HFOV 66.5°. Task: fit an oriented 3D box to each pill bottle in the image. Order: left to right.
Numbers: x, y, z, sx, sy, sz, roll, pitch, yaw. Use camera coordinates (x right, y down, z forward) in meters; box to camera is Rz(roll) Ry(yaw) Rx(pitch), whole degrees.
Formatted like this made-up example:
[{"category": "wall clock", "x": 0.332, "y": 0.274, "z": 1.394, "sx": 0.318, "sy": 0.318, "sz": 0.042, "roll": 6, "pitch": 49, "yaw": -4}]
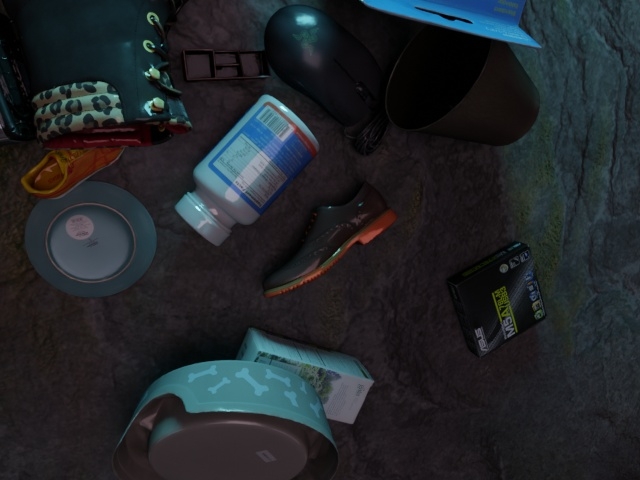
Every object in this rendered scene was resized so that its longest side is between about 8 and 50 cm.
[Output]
[{"category": "pill bottle", "x": -0.116, "y": -0.103, "z": 0.753, "sx": 0.221, "sy": 0.124, "sz": 0.124, "roll": -47, "pitch": 114, "yaw": -1}]

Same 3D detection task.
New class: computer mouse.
[{"category": "computer mouse", "x": 0.039, "y": -0.267, "z": 0.772, "sx": 0.272, "sy": 0.072, "sz": 0.189, "roll": 26, "pitch": 95, "yaw": -31}]

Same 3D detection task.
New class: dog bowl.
[{"category": "dog bowl", "x": -0.145, "y": 0.323, "z": 0.795, "sx": 0.348, "sy": 0.102, "sz": 0.349, "roll": -2, "pitch": 132, "yaw": -3}]

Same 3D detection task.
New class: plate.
[{"category": "plate", "x": -0.351, "y": 0.002, "z": 0.753, "sx": 0.188, "sy": 0.024, "sz": 0.188, "roll": -5, "pitch": 107, "yaw": -17}]

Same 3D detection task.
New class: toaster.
[{"category": "toaster", "x": -0.424, "y": -0.190, "z": 0.601, "sx": 0.110, "sy": 0.168, "sz": 0.186, "roll": -15, "pitch": 108, "yaw": -11}]

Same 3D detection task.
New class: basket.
[{"category": "basket", "x": 0.251, "y": -0.244, "z": 0.800, "sx": 0.226, "sy": 0.154, "sz": 0.204, "roll": 7, "pitch": 134, "yaw": -42}]

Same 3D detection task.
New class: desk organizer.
[{"category": "desk organizer", "x": -0.142, "y": -0.266, "z": 0.739, "sx": 0.130, "sy": 0.050, "sz": 0.047, "roll": -8, "pitch": 107, "yaw": -17}]

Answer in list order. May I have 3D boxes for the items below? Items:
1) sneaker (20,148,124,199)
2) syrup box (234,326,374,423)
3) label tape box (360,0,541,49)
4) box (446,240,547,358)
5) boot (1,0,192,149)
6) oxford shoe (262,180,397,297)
[{"category": "sneaker", "x": -0.341, "y": -0.121, "z": 0.696, "sx": 0.064, "sy": 0.067, "sz": 0.175, "roll": 44, "pitch": 84, "yaw": -4}, {"category": "syrup box", "x": -0.033, "y": 0.246, "z": 0.889, "sx": 0.236, "sy": 0.096, "sz": 0.093, "roll": 21, "pitch": 98, "yaw": -23}, {"category": "label tape box", "x": 0.146, "y": -0.405, "z": 0.640, "sx": 0.248, "sy": 0.348, "sz": 0.115, "roll": 4, "pitch": 137, "yaw": -17}, {"category": "box", "x": 0.374, "y": 0.124, "z": 1.027, "sx": 0.184, "sy": 0.045, "sz": 0.191, "roll": -27, "pitch": 111, "yaw": -13}, {"category": "boot", "x": -0.208, "y": -0.277, "z": 0.626, "sx": 0.377, "sy": 0.138, "sz": 0.285, "roll": -10, "pitch": 89, "yaw": -12}, {"category": "oxford shoe", "x": 0.000, "y": 0.000, "z": 0.851, "sx": 0.271, "sy": 0.097, "sz": 0.098, "roll": -35, "pitch": 93, "yaw": -12}]
